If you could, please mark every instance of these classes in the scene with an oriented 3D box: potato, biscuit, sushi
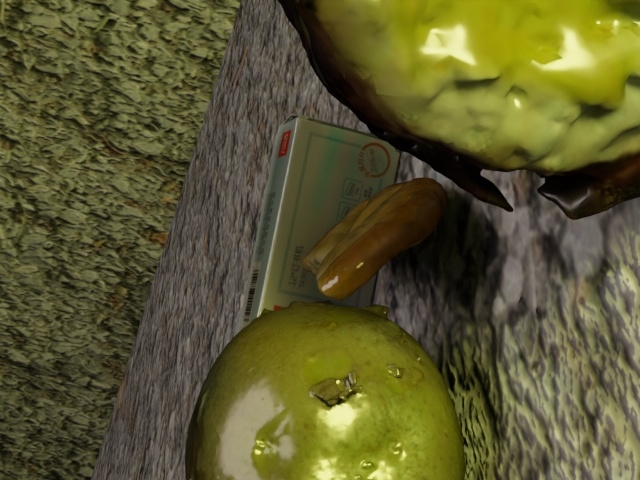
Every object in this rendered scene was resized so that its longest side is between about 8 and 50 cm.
[{"bbox_3d":[-0.015,0.184,0.982,0.359,0.219,0.269,165,119,-74],"label":"potato"},{"bbox_3d":[0.054,-0.008,1.056,0.154,0.045,0.299,-37,5,-2],"label":"biscuit"},{"bbox_3d":[0.116,-0.187,0.716,0.281,0.299,0.294,-46,24,7],"label":"sushi"}]

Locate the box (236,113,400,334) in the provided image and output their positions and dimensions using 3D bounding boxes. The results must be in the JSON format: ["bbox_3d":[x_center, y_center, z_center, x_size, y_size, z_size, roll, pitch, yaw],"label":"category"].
[{"bbox_3d":[0.000,0.000,1.254,0.079,0.135,0.269,172,110,-70],"label":"box"}]
